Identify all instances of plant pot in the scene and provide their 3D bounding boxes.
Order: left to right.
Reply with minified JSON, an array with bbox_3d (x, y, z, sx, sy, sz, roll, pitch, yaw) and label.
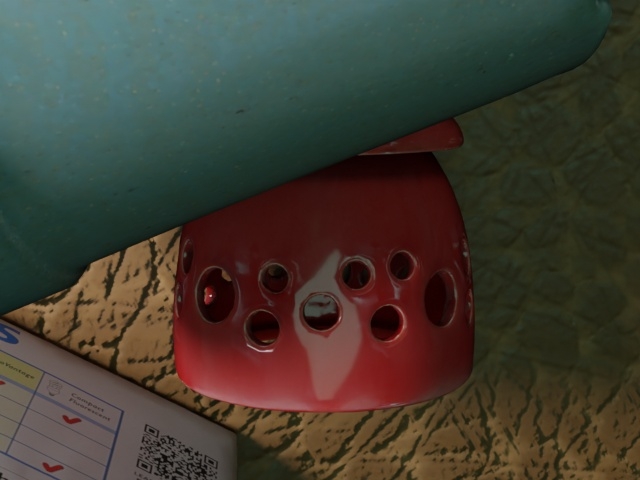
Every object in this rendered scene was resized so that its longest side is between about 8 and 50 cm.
[{"bbox_3d":[-0.074,-0.151,0.438,0.334,0.341,0.341,-17,106,-2],"label":"plant pot"},{"bbox_3d":[0.000,0.000,0.629,0.191,0.191,0.174,-3,99,-4],"label":"plant pot"}]

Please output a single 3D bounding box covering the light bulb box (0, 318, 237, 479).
[{"bbox_3d":[-0.247,0.207,0.569,0.357,0.361,0.225,28,102,-12],"label":"light bulb box"}]
